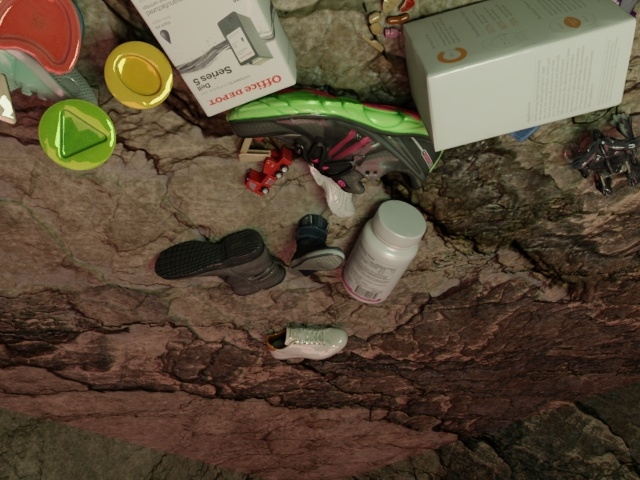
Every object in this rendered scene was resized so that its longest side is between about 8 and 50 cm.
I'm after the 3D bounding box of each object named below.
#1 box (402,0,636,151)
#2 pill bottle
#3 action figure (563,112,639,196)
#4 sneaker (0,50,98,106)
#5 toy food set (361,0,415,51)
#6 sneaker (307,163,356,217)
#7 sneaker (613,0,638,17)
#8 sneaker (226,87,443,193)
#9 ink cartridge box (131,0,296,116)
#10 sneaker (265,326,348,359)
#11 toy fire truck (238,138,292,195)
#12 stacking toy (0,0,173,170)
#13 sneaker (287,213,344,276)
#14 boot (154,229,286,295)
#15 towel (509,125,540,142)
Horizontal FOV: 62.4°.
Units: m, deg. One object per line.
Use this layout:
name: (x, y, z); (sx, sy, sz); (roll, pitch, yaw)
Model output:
box: (0.351, -0.333, 0.992); (0.345, 0.215, 0.168); (-13, 135, 6)
pill bottle: (0.172, 0.033, 1.454); (0.160, 0.160, 0.283); (9, 137, -14)
action figure: (0.665, -0.206, 1.242); (0.164, 0.141, 0.276); (-28, 149, 27)
sneaker: (-0.582, -0.309, 1.050); (0.151, 0.094, 0.256); (-37, 120, 25)
toy food set: (0.137, -0.434, 1.027); (0.078, 0.019, 0.122); (26, 123, -30)
sneaker: (0.056, -0.144, 1.300); (0.115, 0.090, 0.232); (-20, 137, 13)
sneaker: (0.552, -0.489, 0.969); (0.098, 0.083, 0.223); (-28, 142, -4)
sneaker: (0.039, -0.202, 1.126); (0.483, 0.185, 0.202); (8, 109, -12)
ink cartridge box: (-0.184, -0.391, 0.973); (0.198, 0.115, 0.273); (-17, 137, 14)
sneaker: (-0.054, 0.351, 1.839); (0.290, 0.106, 0.123); (-13, 141, 12)
toy fire truck: (-0.143, -0.196, 1.252); (0.135, 0.047, 0.192); (25, 132, -28)
stacking toy: (-0.470, -0.302, 0.993); (0.309, 0.130, 0.279); (32, 95, -27)
sneaker: (-0.002, -0.001, 1.384); (0.086, 0.163, 0.226); (27, 157, -26)
boot: (-0.286, 0.097, 1.532); (0.338, 0.118, 0.222); (-8, 144, 11)
towel: (0.452, -0.277, 1.222); (0.119, 0.029, 0.067); (25, 130, -29)
